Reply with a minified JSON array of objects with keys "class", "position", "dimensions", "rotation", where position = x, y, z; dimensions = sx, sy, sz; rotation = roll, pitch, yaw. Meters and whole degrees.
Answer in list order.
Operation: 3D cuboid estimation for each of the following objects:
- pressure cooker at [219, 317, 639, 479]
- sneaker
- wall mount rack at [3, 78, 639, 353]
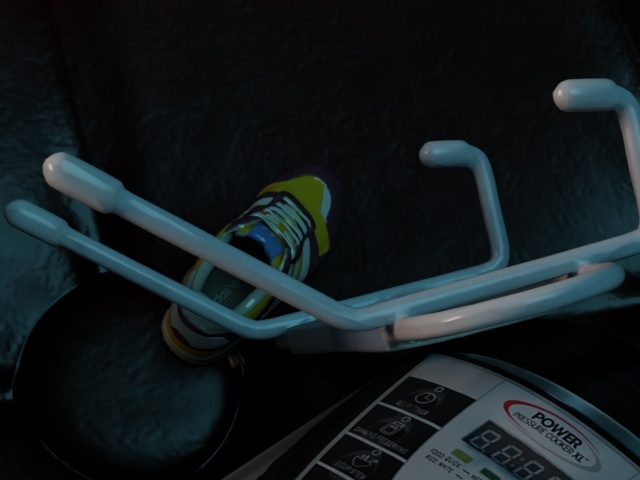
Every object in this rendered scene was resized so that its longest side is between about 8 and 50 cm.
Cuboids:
[{"class":"pressure cooker","position":[0.084,0.244,0.793],"dimensions":[0.420,0.375,0.369],"rotation":[-30,95,-30]},{"class":"sneaker","position":[-0.033,0.005,1.030],"dimensions":[0.070,0.084,0.185],"rotation":[37,58,1]},{"class":"wall mount rack","position":[0.000,0.000,0.821],"dimensions":[0.304,0.350,0.130],"rotation":[-13,88,-17]}]
